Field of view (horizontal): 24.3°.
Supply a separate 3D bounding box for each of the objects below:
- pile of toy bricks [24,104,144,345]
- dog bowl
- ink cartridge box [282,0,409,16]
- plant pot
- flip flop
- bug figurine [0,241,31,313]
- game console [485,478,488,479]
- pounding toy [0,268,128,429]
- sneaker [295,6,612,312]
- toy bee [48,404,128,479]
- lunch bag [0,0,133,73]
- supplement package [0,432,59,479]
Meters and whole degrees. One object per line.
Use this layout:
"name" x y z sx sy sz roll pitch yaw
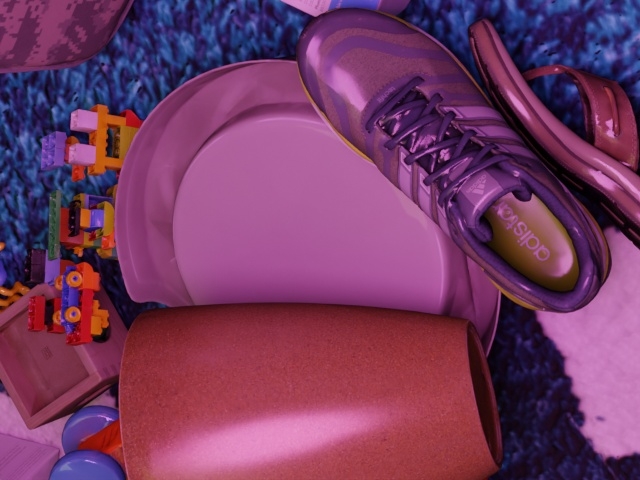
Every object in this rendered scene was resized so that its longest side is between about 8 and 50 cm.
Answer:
"pile of toy bricks" -0.196 -0.006 1.352 0.118 0.105 0.212 -14 71 55
"dog bowl" 0.000 0.000 1.271 0.349 0.102 0.349 10 117 20
"ink cartridge box" -0.017 -0.233 1.170 0.180 0.104 0.060 27 121 10
"plant pot" 0.005 0.145 1.160 0.254 0.237 0.237 -12 108 14
"flip flop" 0.220 -0.075 1.147 0.277 0.112 0.080 43 92 7
"bug figurine" -0.434 0.029 1.493 0.279 0.072 0.216 34 122 6
"game console" 0.090 0.227 1.344 0.144 0.085 0.124 -1 113 25
"pounding toy" -0.227 0.102 1.433 0.141 0.100 0.130 -35 82 29
"sneaker" 0.104 -0.059 1.083 0.300 0.121 0.111 41 95 -4
"toy bee" -0.199 0.238 1.415 0.298 0.195 0.162 -14 119 31
"lunch bag" -0.254 -0.320 1.175 0.256 0.212 0.305 43 121 21
"supplement package" -0.373 0.264 1.554 0.179 0.105 0.105 12 118 18
